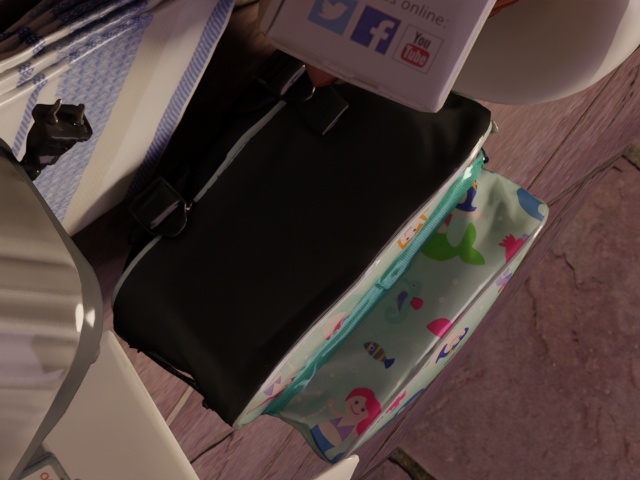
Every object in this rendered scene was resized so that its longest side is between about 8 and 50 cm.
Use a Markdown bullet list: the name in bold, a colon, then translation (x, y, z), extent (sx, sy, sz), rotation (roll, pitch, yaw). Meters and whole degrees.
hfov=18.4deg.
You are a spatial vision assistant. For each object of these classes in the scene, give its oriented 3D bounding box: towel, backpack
- **towel**: translation (-0.147, -0.028, 0.854), extent (0.285, 0.034, 0.209), rotation (-38, 166, -39)
- **backpack**: translation (0.000, 0.000, 1.092), extent (0.225, 0.191, 0.253), rotation (-49, -174, -3)

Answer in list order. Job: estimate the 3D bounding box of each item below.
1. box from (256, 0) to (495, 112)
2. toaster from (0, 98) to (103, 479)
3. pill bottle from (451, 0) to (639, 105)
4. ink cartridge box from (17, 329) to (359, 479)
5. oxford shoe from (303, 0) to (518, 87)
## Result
- **box**: translation (0.073, -0.217, 0.544), extent (0.322, 0.058, 0.232), rotation (-62, -170, 20)
- **toaster**: translation (-0.177, 0.041, 0.642), extent (0.146, 0.129, 0.227), rotation (8, 127, -50)
- **pill bottle**: translation (0.159, -0.221, 0.989), extent (0.334, 0.188, 0.188), rotation (-40, 166, -38)
- **ink cartridge box**: translation (-0.168, 0.169, 0.971), extent (0.353, 0.119, 0.207), rotation (-27, 162, -18)
- **oxford shoe**: translation (0.064, -0.167, 0.744), extent (0.123, 0.130, 0.348), rotation (-24, 178, -34)
